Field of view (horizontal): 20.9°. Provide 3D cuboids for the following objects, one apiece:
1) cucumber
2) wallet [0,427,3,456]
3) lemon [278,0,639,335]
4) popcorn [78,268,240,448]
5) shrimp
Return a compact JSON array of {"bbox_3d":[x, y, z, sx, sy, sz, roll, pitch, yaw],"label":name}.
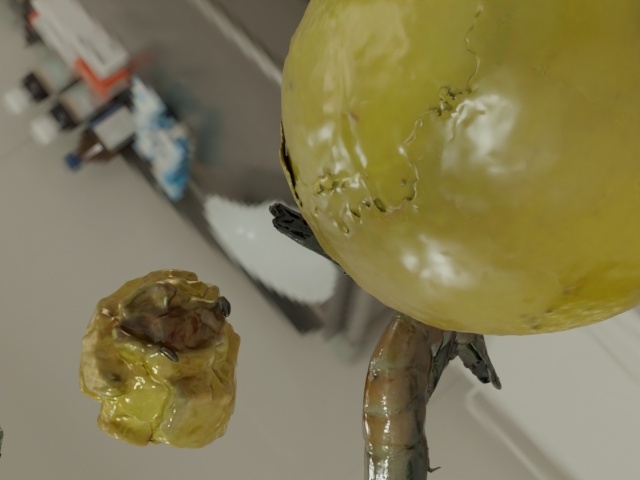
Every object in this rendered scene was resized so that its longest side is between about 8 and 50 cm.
[{"bbox_3d":[0.001,-0.001,1.787,0.135,0.034,0.033,35,-146,-37],"label":"cucumber"},{"bbox_3d":[-0.398,0.237,1.784,0.160,0.055,0.236,46,127,33],"label":"wallet"},{"bbox_3d":[0.115,-0.081,1.034,0.297,0.297,0.297,41,155,24],"label":"lemon"},{"bbox_3d":[-0.138,0.104,1.505,0.152,0.148,0.167,-48,48,53],"label":"popcorn"},{"bbox_3d":[0.095,0.169,1.391,0.051,0.198,0.262,7,99,35],"label":"shrimp"}]
